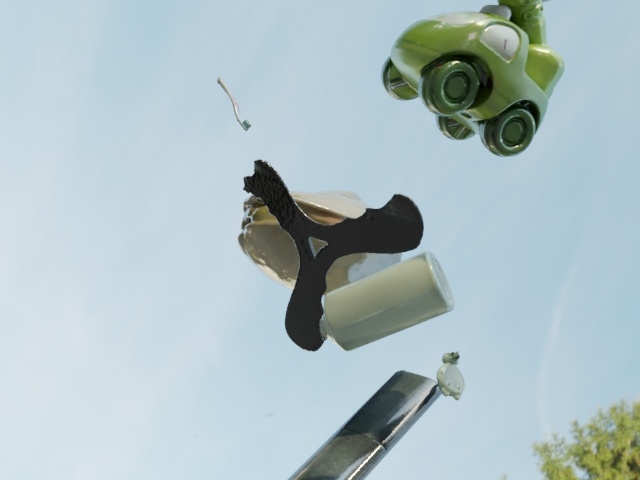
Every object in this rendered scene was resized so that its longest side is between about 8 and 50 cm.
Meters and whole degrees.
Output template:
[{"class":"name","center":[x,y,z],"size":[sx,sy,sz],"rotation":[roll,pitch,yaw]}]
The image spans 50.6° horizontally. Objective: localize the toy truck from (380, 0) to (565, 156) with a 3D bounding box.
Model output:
[{"class":"toy truck","center":[0.195,-0.203,0.772],"size":[0.187,0.210,0.148],"rotation":[48,-3,-27]}]

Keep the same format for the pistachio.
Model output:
[{"class":"pistachio","center":[0.000,0.000,1.643],"size":[0.365,0.445,0.281],"rotation":[-3,-108,45]}]

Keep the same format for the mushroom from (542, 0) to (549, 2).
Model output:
[{"class":"mushroom","center":[0.293,-0.446,1.023],"size":[0.207,0.207,0.215],"rotation":[59,-25,-3]}]

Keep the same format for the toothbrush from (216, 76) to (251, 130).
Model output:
[{"class":"toothbrush","center":[-0.188,-0.293,1.443],"size":[0.022,0.017,0.204],"rotation":[-39,-131,9]}]

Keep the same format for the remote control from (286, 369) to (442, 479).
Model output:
[{"class":"remote control","center":[0.052,0.336,1.080],"size":[0.107,0.377,0.044],"rotation":[12,-55,41]}]

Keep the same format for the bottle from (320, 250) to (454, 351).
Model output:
[{"class":"bottle","center":[0.084,0.108,1.083],"size":[0.245,0.104,0.104],"rotation":[-24,-83,17]}]

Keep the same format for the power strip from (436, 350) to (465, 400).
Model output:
[{"class":"power strip","center":[0.218,0.220,1.115],"size":[0.055,0.083,0.035],"rotation":[22,-43,-15]}]

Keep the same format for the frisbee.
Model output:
[{"class":"frisbee","center":[-0.009,-0.010,0.671],"size":[0.187,0.012,0.211],"rotation":[52,-57,11]}]
